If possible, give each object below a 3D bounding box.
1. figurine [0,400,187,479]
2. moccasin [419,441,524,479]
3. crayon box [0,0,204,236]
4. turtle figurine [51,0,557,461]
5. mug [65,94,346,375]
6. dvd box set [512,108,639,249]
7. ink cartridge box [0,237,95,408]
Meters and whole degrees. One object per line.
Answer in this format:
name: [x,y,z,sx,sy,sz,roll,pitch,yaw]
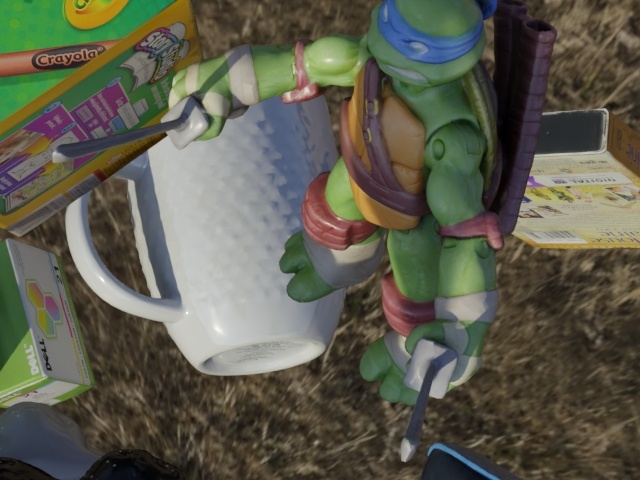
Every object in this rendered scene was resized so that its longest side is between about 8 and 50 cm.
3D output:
figurine: [-0.190,0.141,0.716,0.209,0.215,0.092,2,95,-36]
moccasin: [0.248,0.364,1.536,0.138,0.342,0.117,22,93,-35]
crayon box: [-0.155,-0.092,0.735,0.165,0.278,0.081,-35,87,-5]
turtle figurine: [0.000,0.000,0.654,0.198,0.266,0.274,16,63,12]
mug: [-0.139,-0.008,1.584,0.374,0.276,0.328,3,68,-34]
dvd box set: [0.333,-0.071,1.705,0.308,0.420,0.062,0,74,38]
ink cartridge box: [-0.391,0.096,1.522,0.097,0.255,0.189,-23,73,11]
